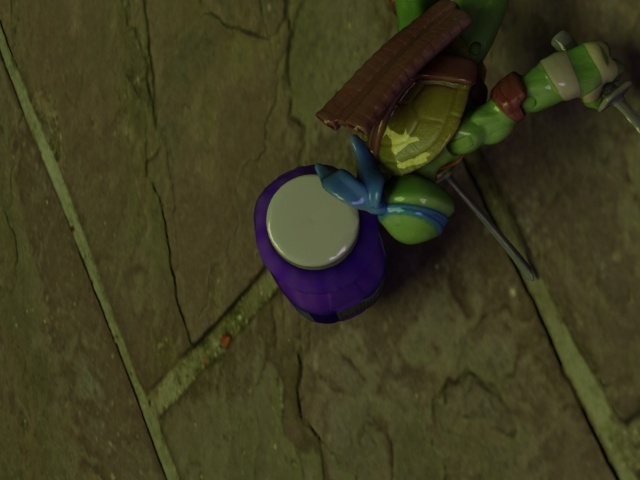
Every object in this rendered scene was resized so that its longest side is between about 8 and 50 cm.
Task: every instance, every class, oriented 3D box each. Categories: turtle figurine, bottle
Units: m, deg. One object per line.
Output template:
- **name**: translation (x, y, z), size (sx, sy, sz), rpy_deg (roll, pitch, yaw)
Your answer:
- **turtle figurine**: translation (0.126, -0.113, 1.202), size (0.198, 0.275, 0.266), rpy_deg (125, 149, -74)
- **bottle**: translation (0.000, 0.000, 1.308), size (0.283, 0.092, 0.118), rpy_deg (70, 175, -83)
